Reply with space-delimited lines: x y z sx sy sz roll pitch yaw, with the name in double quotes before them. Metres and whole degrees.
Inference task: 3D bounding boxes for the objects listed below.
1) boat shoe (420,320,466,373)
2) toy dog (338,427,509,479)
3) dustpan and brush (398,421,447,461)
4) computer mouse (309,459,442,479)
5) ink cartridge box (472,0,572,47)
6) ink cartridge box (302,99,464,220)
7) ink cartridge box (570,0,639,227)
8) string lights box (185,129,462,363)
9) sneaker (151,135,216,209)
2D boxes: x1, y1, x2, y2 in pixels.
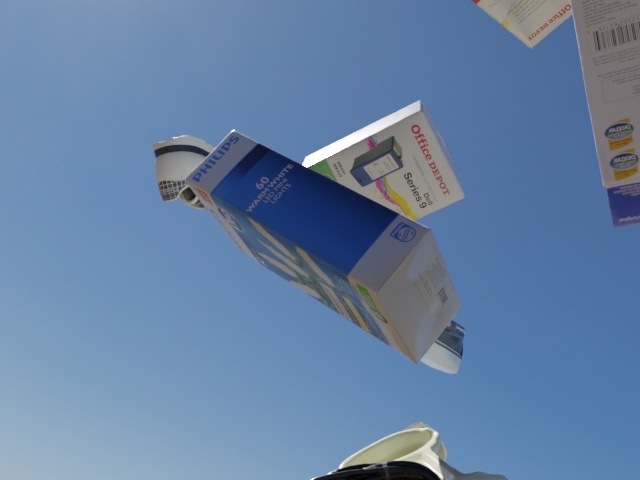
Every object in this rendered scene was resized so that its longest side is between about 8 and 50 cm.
"boat shoe" 0.162 0.132 1.280 0.108 0.102 0.301 8 -19 43
"toy dog" 0.121 0.527 1.029 0.395 0.408 0.284 -19 8 -25
"dustpan and brush" 0.182 0.401 1.365 0.147 0.060 0.211 -36 -40 19
"computer mouse" -0.037 0.164 0.328 0.071 0.242 0.041 53 -28 18
"ink cartridge box" 0.363 -0.462 1.354 0.176 0.127 0.128 34 -39 -16
"ink cartridge box" 0.097 -0.099 1.191 0.212 0.093 0.154 -25 -74 14
"ink cartridge box" 0.420 -0.182 0.915 0.185 0.311 0.065 -11 -5 34
"string lights box" 0.000 0.000 0.733 0.259 0.077 0.133 29 -18 37
"sneaker" -0.166 -0.089 1.172 0.090 0.095 0.235 -17 -14 33
